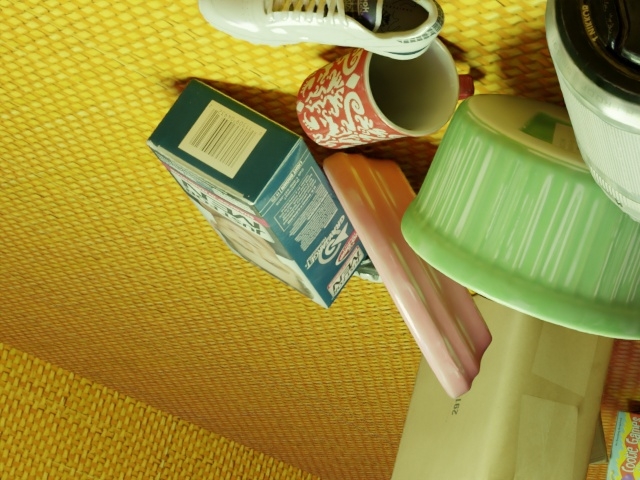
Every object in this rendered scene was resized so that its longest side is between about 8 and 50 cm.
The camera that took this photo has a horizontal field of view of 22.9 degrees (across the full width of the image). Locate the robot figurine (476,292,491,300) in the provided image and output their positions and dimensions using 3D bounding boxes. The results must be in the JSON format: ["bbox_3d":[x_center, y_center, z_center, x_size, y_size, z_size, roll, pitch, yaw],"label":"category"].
[{"bbox_3d":[0.229,0.000,1.914,0.158,0.128,0.219,56,167,14],"label":"robot figurine"}]

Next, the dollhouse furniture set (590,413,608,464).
[{"bbox_3d":[0.291,0.369,2.580,0.303,0.286,0.198,-12,174,37],"label":"dollhouse furniture set"}]

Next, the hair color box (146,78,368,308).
[{"bbox_3d":[-0.070,-0.050,1.977,0.174,0.105,0.347,31,169,26],"label":"hair color box"}]

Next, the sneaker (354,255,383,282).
[{"bbox_3d":[0.000,0.000,2.188,0.234,0.078,0.106,7,157,13],"label":"sneaker"}]

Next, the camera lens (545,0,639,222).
[{"bbox_3d":[0.310,-0.142,1.306,0.219,0.219,0.274,8,160,21],"label":"camera lens"}]

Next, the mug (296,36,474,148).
[{"bbox_3d":[0.068,-0.145,1.668,0.150,0.113,0.169,27,162,-24],"label":"mug"}]

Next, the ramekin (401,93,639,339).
[{"bbox_3d":[0.246,-0.035,1.587,0.303,0.148,0.303,16,-162,-5],"label":"ramekin"}]

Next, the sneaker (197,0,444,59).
[{"bbox_3d":[0.000,-0.226,1.492,0.235,0.090,0.095,5,-177,-1],"label":"sneaker"}]

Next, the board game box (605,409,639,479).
[{"bbox_3d":[0.624,0.377,2.605,0.275,0.142,0.144,9,174,19],"label":"board game box"}]

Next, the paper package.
[{"bbox_3d":[0.258,0.249,2.291,0.168,0.325,0.309,22,160,-19],"label":"paper package"}]

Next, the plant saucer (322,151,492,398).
[{"bbox_3d":[0.114,0.029,1.916,0.084,0.332,0.332,-29,153,2],"label":"plant saucer"}]
